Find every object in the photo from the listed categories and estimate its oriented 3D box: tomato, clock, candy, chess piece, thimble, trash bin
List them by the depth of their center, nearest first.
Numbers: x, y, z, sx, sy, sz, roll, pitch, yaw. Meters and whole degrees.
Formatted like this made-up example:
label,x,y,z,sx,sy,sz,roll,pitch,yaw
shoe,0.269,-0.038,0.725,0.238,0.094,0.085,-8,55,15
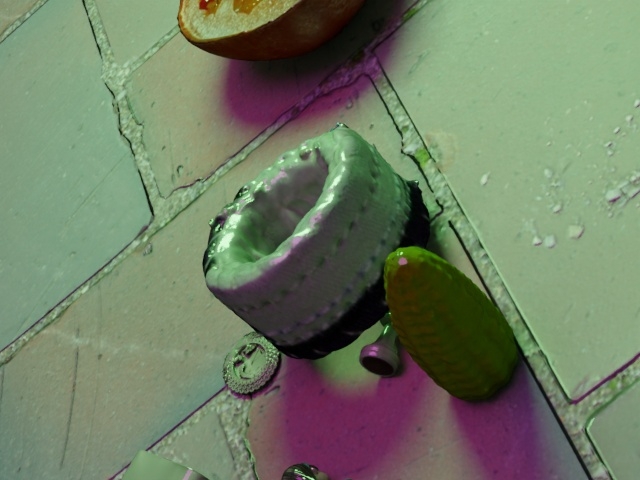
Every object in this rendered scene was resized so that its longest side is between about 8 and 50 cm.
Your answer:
label,x,y,z,sx,sy,sz,roll,pitch,yaw
candy,0.114,0.071,1.659,0.096,0.209,0.097,-15,51,20
chess piece,0.072,0.091,1.818,0.042,0.042,0.093,-9,48,40
thimble,0.000,0.000,1.852,0.237,0.150,0.237,-36,27,21
trash bin,-0.182,0.299,1.875,0.116,0.059,0.130,12,67,47
clock,-0.076,0.135,1.948,0.074,0.010,0.083,-50,38,-1
tomato,-0.026,-0.350,2.206,0.338,0.143,0.338,-30,41,30

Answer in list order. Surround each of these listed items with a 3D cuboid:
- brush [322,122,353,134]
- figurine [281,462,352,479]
label,x,y,z,sx,sy,sz,roll,pitch,yaw
brush,-0.030,-0.074,2.063,0.178,0.033,0.030,-42,32,10
figurine,0.003,0.257,1.744,0.106,0.047,0.060,13,104,41
